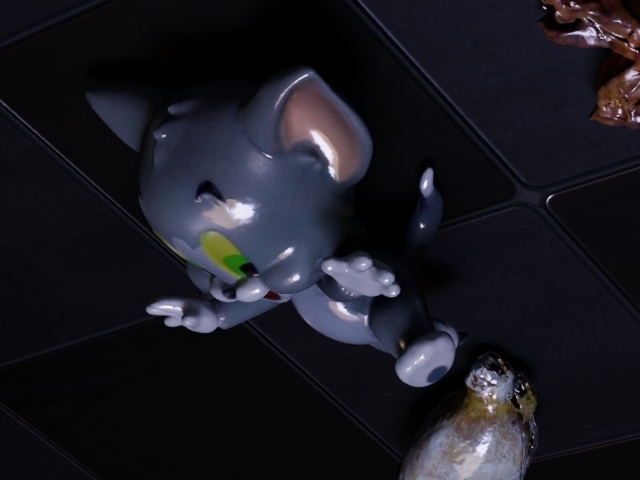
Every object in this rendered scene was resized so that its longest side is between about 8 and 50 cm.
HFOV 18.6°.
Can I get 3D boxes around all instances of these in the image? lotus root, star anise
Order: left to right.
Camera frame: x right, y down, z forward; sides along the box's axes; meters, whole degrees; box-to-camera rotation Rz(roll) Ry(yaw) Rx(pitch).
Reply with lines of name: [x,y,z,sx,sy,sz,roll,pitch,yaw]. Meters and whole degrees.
lotus root: [0.104,0.143,1.338,0.088,0.088,0.165,19,133,-8]
star anise: [0.163,-0.078,0.984,0.141,0.144,0.158,5,144,23]

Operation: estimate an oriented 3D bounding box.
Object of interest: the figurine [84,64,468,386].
figurine: [0.004,-0.002,1.132,0.265,0.140,0.193,22,167,-32]
